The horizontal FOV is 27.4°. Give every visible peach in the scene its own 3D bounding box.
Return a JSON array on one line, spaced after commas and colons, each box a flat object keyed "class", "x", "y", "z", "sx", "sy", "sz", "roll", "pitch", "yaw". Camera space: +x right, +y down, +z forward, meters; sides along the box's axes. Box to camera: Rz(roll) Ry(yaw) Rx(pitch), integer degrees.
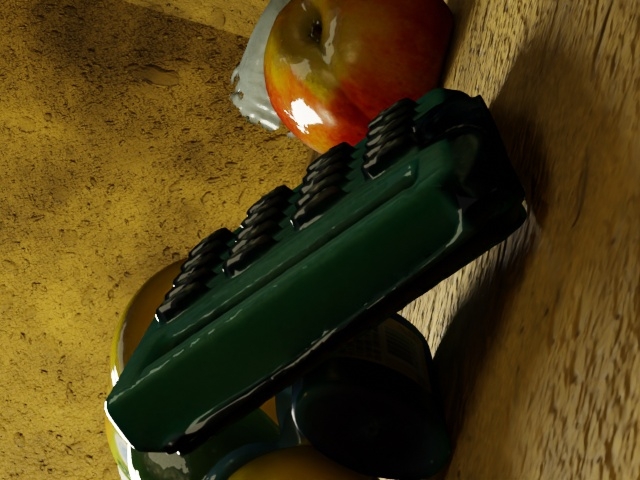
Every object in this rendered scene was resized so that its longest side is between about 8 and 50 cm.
[{"class": "peach", "x": 0.047, "y": -0.156, "z": 1.210, "sx": 0.190, "sy": 0.192, "sz": 0.190, "roll": -20, "pitch": 61, "yaw": 41}]

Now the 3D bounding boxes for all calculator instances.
[{"class": "calculator", "x": 0.000, "y": 0.000, "z": 0.766, "sx": 0.248, "sy": 0.058, "sz": 0.274, "roll": -34, "pitch": 12, "yaw": 13}]

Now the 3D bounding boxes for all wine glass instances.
[{"class": "wine glass", "x": 0.022, "y": -0.276, "z": 1.566, "sx": 0.190, "sy": 0.190, "sz": 0.357, "roll": -87, "pitch": 17, "yaw": -74}]

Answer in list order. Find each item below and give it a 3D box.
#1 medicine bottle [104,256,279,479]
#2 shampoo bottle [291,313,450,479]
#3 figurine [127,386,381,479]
[{"class": "medicine bottle", "x": -0.124, "y": 0.182, "z": 1.435, "sx": 0.384, "sy": 0.224, "sz": 0.224, "roll": 115, "pitch": 170, "yaw": -64}, {"class": "shampoo bottle", "x": 0.026, "y": 0.074, "z": 0.751, "sx": 0.183, "sy": 0.087, "sz": 0.050, "roll": -88, "pitch": 20, "yaw": -75}, {"class": "figurine", "x": -0.011, "y": 0.177, "z": 0.755, "sx": 0.127, "sy": 0.185, "sz": 0.234, "roll": -47, "pitch": 35, "yaw": -20}]
